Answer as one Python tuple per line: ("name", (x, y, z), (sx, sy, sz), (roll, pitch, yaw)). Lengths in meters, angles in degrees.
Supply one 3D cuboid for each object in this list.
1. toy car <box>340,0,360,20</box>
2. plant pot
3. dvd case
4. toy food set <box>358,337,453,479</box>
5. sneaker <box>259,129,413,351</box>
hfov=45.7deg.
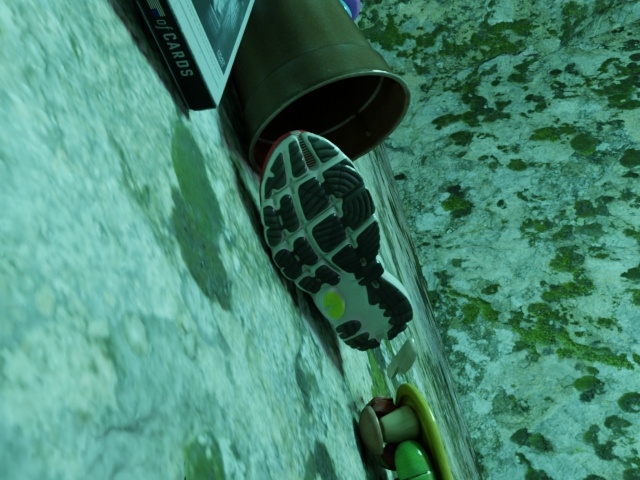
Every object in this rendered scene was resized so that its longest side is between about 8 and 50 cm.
("toy car", (0.023, -0.516, 1.696), (0.182, 0.136, 0.159), (-95, 163, -56))
("plant pot", (-0.020, -0.174, 0.753), (0.165, 0.167, 0.167), (67, 8, 21))
("dvd case", (-0.095, -0.247, 0.592), (0.179, 0.030, 0.238), (68, 25, -47))
("toy food set", (0.079, 0.225, 0.794), (0.128, 0.071, 0.217), (116, -39, -69))
("sneaker", (0.000, 0.000, 0.756), (0.118, 0.107, 0.279), (54, -9, 48))
